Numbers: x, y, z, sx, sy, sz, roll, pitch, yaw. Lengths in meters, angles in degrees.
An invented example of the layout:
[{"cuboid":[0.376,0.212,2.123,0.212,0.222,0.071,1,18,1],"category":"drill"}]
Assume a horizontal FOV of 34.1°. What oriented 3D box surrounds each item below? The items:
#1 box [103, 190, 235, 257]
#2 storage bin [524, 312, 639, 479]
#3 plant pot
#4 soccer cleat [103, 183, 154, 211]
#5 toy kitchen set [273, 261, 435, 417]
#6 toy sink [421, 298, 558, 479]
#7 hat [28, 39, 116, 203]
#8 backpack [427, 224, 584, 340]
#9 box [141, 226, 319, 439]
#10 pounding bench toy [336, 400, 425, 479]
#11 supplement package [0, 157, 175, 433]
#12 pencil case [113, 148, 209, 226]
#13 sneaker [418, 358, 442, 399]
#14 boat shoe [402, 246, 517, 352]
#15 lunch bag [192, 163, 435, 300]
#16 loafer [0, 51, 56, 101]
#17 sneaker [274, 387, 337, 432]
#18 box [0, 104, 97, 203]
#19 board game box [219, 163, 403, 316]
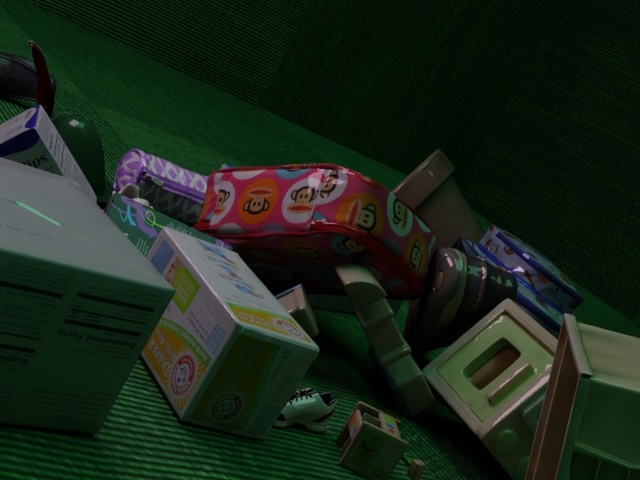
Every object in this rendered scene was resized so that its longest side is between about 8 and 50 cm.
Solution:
[{"cuboid":[-0.185,0.025,1.204,0.162,0.029,0.116,27,52,-20],"category":"box"},{"cuboid":[0.273,0.233,1.015,0.123,0.261,0.262,13,9,8],"category":"storage bin"},{"cuboid":[0.216,-0.015,2.069,0.229,0.263,0.263,46,12,1],"category":"plant pot"},{"cuboid":[-0.230,-0.010,1.289,0.068,0.076,0.196,22,13,-32],"category":"soccer cleat"},{"cuboid":[0.019,0.136,1.308,0.207,0.166,0.122,64,-2,-23],"category":"toy kitchen set"},{"cuboid":[0.254,0.200,1.266,0.131,0.152,0.234,51,-1,-32],"category":"toy sink"},{"cuboid":[-0.332,-0.167,1.437,0.172,0.184,0.208,23,14,-11],"category":"hat"},{"cuboid":[0.350,0.119,1.870,0.276,0.213,0.263,27,22,-28],"category":"backpack"},{"cuboid":[-0.108,0.090,1.044,0.103,0.114,0.203,22,13,-38],"category":"box"},{"cuboid":[0.066,0.215,1.085,0.083,0.052,0.065,28,11,-9],"category":"pounding bench toy"},{"cuboid":[-0.289,0.024,0.810,0.261,0.145,0.204,19,16,-45],"category":"supplement package"},{"cuboid":[-0.214,-0.074,1.581,0.206,0.086,0.088,19,-19,-38],"category":"pencil case"},{"cuboid":[0.187,0.203,1.479,0.069,0.038,0.098,21,14,-32],"category":"sneaker"},{"cuboid":[0.197,0.105,1.497,0.130,0.132,0.355,14,-10,0],"category":"boat shoe"},{"cuboid":[0.000,0.000,1.412,0.293,0.120,0.258,1,-23,36],"category":"lunch bag"},{"cuboid":[-0.546,-0.278,1.722,0.223,0.076,0.078,19,20,-25],"category":"loafer"},{"cuboid":[-0.027,0.169,1.083,0.109,0.044,0.040,16,19,-45],"category":"sneaker"},{"cuboid":[-0.319,-0.070,1.193,0.137,0.072,0.126,63,-2,-22],"category":"box"},{"cuboid":[-0.020,0.003,1.712,0.303,0.098,0.224,36,12,34],"category":"board game box"}]
